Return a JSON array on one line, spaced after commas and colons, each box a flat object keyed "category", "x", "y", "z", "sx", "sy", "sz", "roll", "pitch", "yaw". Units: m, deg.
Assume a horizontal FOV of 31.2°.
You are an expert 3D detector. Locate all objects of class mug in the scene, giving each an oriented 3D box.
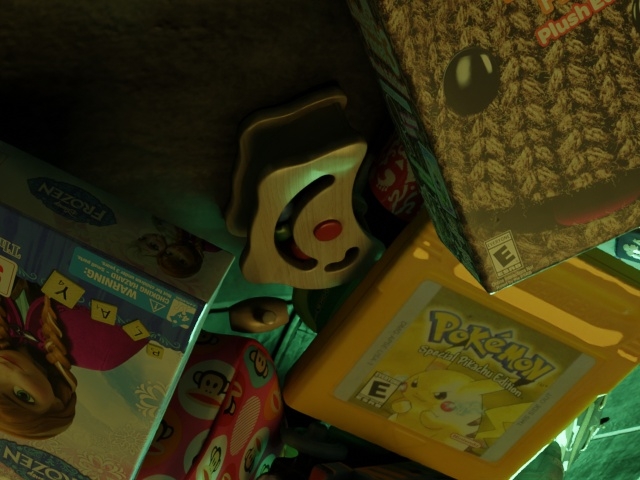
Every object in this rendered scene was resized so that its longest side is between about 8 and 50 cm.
[{"category": "mug", "x": 0.139, "y": -0.091, "z": 1.102, "sx": 0.150, "sy": 0.113, "sz": 0.169, "roll": 33, "pitch": 129, "yaw": -4}]

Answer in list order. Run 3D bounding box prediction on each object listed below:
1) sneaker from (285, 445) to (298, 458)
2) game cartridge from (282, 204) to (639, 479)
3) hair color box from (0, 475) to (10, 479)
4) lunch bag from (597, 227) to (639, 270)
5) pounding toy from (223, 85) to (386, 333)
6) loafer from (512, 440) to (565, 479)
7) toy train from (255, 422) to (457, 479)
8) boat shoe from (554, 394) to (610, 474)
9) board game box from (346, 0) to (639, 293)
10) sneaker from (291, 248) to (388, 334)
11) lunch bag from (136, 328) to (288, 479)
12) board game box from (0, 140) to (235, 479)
[{"category": "sneaker", "x": 0.092, "y": 0.414, "z": 1.610, "sx": 0.185, "sy": 0.202, "sz": 0.482, "roll": -42, "pitch": 123, "yaw": -11}, {"category": "game cartridge", "x": 0.160, "y": 0.112, "z": 1.174, "sx": 0.285, "sy": 0.052, "sz": 0.323, "roll": 25, "pitch": 127, "yaw": -16}, {"category": "hair color box", "x": -0.303, "y": 0.231, "z": 1.227, "sx": 0.174, "sy": 0.105, "sz": 0.347, "roll": -4, "pitch": 141, "yaw": -10}, {"category": "lunch bag", "x": 0.467, "y": -0.070, "z": 1.265, "sx": 0.386, "sy": 0.238, "sz": 0.328, "roll": -11, "pitch": 147, "yaw": 6}, {"category": "pounding toy", "x": 0.000, "y": 0.000, "z": 1.105, "sx": 0.154, "sy": 0.154, "sz": 0.269, "roll": -7, "pitch": 141, "yaw": -19}, {"category": "loafer", "x": 0.198, "y": 0.342, "z": 1.669, "sx": 0.320, "sy": 0.111, "sz": 0.112, "roll": -5, "pitch": 127, "yaw": 24}, {"category": "toy train", "x": 0.074, "y": 0.292, "z": 1.292, "sx": 0.334, "sy": 0.190, "sz": 0.142, "roll": 11, "pitch": 98, "yaw": -53}, {"category": "boat shoe", "x": 0.374, "y": 0.275, "z": 1.732, "sx": 0.130, "sy": 0.132, "sz": 0.355, "roll": -18, "pitch": 146, "yaw": -12}, {"category": "board game box", "x": 0.171, "y": -0.146, "z": 0.922, "sx": 0.232, "sy": 0.141, "sz": 0.291, "roll": -25, "pitch": 112, "yaw": -2}, {"category": "sneaker", "x": 0.117, "y": 0.058, "z": 1.287, "sx": 0.296, "sy": 0.123, "sz": 0.109, "roll": -16, "pitch": 144, "yaw": -16}, {"category": "lunch bag", "x": -0.132, "y": 0.255, "z": 1.204, "sx": 0.120, "sy": 0.258, "sz": 0.293, "roll": 14, "pitch": 146, "yaw": 15}, {"category": "board game box", "x": -0.266, "y": 0.064, "z": 0.933, "sx": 0.319, "sy": 0.066, "sz": 0.318, "roll": 26, "pitch": 131, "yaw": 0}]
